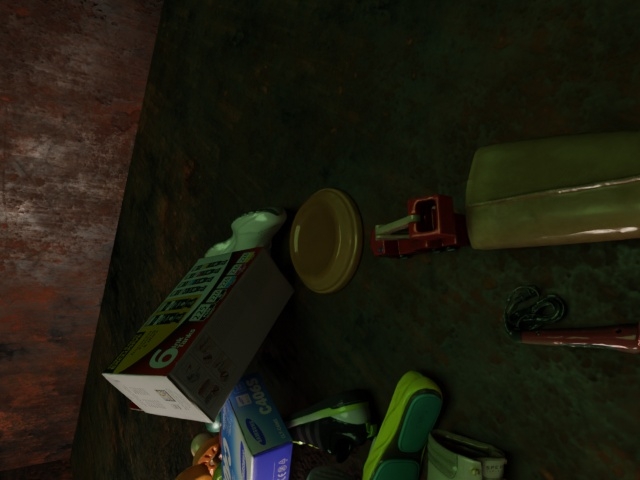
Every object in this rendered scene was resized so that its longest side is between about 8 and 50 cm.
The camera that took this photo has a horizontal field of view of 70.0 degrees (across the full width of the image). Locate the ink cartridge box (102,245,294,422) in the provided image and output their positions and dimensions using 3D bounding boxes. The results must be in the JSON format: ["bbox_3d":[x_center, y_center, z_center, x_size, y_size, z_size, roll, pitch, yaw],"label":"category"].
[{"bbox_3d":[-0.246,0.173,0.891,0.272,0.130,0.309,-11,33,37],"label":"ink cartridge box"}]

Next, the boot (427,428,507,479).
[{"bbox_3d":[0.198,0.331,0.522,0.213,0.077,0.164,10,92,53],"label":"boot"}]

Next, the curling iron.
[{"bbox_3d":[0.301,0.080,0.443,0.274,0.035,0.068,-4,83,53],"label":"curling iron"}]

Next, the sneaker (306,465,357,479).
[{"bbox_3d":[0.064,0.477,0.636,0.321,0.126,0.127,37,110,47],"label":"sneaker"}]

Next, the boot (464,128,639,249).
[{"bbox_3d":[0.270,-0.007,0.448,0.270,0.089,0.236,-3,66,52],"label":"boot"}]

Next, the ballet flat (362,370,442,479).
[{"bbox_3d":[0.109,0.290,0.655,0.077,0.077,0.230,-128,54,-68],"label":"ballet flat"}]

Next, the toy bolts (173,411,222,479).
[{"bbox_3d":[-0.257,0.444,1.006,0.159,0.218,0.228,27,101,37],"label":"toy bolts"}]

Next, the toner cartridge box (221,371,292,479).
[{"bbox_3d":[-0.129,0.436,0.860,0.165,0.075,0.347,45,137,49],"label":"toner cartridge box"}]

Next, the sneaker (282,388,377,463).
[{"bbox_3d":[0.004,0.328,0.768,0.235,0.084,0.097,-44,56,42],"label":"sneaker"}]

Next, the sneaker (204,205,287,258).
[{"bbox_3d":[-0.149,0.023,1.014,0.297,0.111,0.129,-43,69,47],"label":"sneaker"}]

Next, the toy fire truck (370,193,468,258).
[{"bbox_3d":[0.120,-0.010,0.609,0.192,0.135,0.047,-15,74,51],"label":"toy fire truck"}]

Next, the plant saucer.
[{"bbox_3d":[0.000,0.000,0.850,0.200,0.037,0.199,-8,80,53],"label":"plant saucer"}]
